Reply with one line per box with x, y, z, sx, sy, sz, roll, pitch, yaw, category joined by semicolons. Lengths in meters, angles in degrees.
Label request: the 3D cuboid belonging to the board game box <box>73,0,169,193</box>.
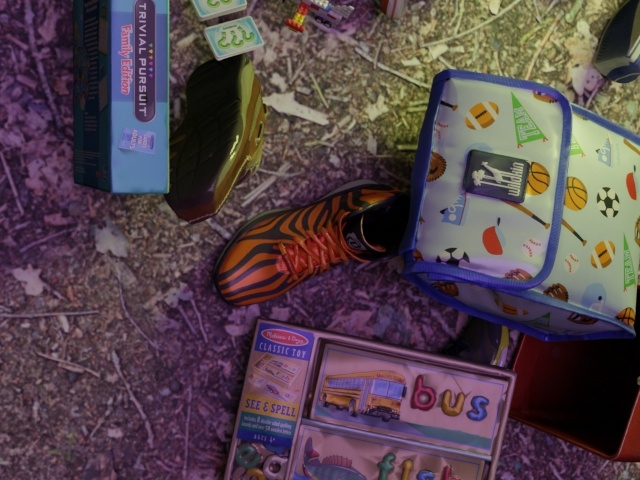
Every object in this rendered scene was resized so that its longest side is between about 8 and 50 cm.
-0.265;-0.235;1.526;0.079;0.254;0.336;-1;96;-22;board game box

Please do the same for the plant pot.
0.495;0.216;1.886;0.235;0.267;0.267;22;87;-35;plant pot

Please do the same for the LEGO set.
-0.070;-0.374;1.659;0.244;0.060;0.182;-19;77;-22;LEGO set

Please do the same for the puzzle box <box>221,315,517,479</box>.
0.074;0.286;1.758;0.408;0.052;0.272;11;90;-4;puzzle box

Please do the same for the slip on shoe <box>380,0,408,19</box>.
0.084;-0.495;1.726;0.101;0.123;0.331;-6;105;12;slip on shoe

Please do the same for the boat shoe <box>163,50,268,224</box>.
-0.127;-0.134;1.589;0.122;0.324;0.120;-16;128;23;boat shoe

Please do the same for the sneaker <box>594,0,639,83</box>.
0.611;-0.378;1.924;0.182;0.127;0.315;35;81;-19;sneaker

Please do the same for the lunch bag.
0.301;-0.046;1.731;0.385;0.239;0.328;21;71;-29;lunch bag

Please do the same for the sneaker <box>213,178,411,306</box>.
0.000;0.000;1.694;0.321;0.180;0.125;-32;106;-16;sneaker

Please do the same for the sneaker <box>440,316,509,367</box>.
0.191;0.223;1.835;0.121;0.111;0.300;36;80;-17;sneaker
